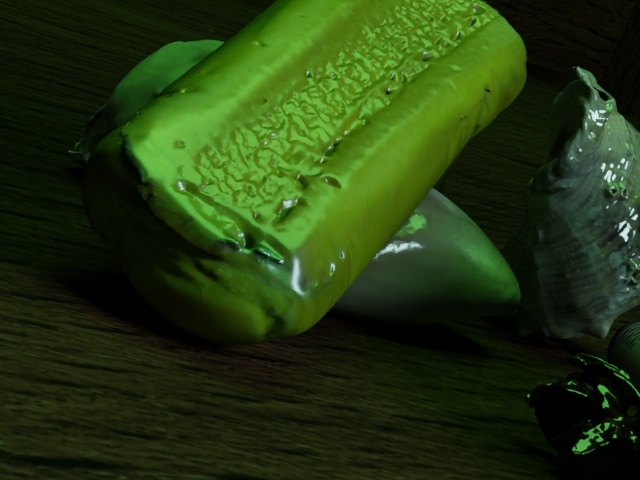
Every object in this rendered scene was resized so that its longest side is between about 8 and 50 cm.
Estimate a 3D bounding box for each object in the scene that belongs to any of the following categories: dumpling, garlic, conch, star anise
[{"bbox_3d":[-0.083,-0.081,1.293,0.199,0.118,0.136,-12,-15,32],"label":"dumpling"},{"bbox_3d":[-0.002,-0.004,1.231,0.318,0.112,0.143,4,22,-27],"label":"garlic"},{"bbox_3d":[0.207,-0.030,1.387,0.163,0.245,0.178,-13,37,-9],"label":"conch"},{"bbox_3d":[0.197,0.132,1.084,0.168,0.057,0.168,26,19,-10],"label":"star anise"}]

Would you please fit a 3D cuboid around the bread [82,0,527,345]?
[{"bbox_3d":[-0.005,-0.065,1.127,0.166,0.112,0.383,37,42,6],"label":"bread"}]

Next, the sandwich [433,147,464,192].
[{"bbox_3d":[0.026,-0.059,1.509,0.094,0.096,0.258,24,11,36],"label":"sandwich"}]

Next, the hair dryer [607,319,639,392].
[{"bbox_3d":[0.358,0.122,1.332,0.220,0.053,0.195,4,18,-22],"label":"hair dryer"}]
